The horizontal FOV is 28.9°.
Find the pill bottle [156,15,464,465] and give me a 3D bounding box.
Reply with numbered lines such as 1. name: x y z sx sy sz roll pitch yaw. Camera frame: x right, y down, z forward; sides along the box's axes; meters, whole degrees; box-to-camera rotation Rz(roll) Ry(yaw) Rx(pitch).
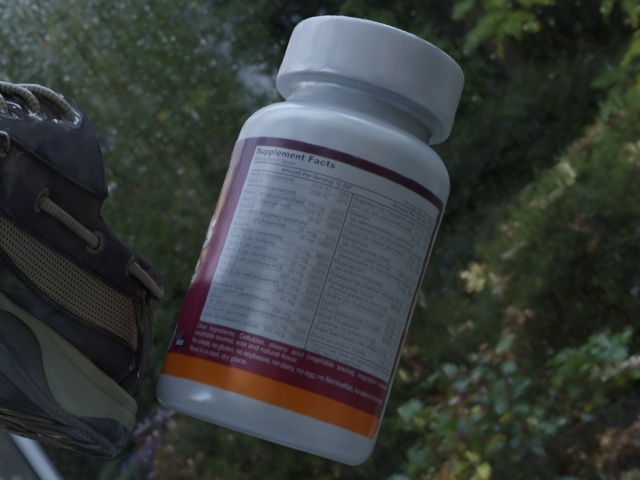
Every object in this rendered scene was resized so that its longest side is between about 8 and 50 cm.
1. pill bottle: 0.000 0.000 0.673 0.121 0.121 0.221 136 152 -78

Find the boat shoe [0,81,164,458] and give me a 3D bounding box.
1. boat shoe: -0.177 -0.016 0.593 0.355 0.132 0.130 66 -140 -57
